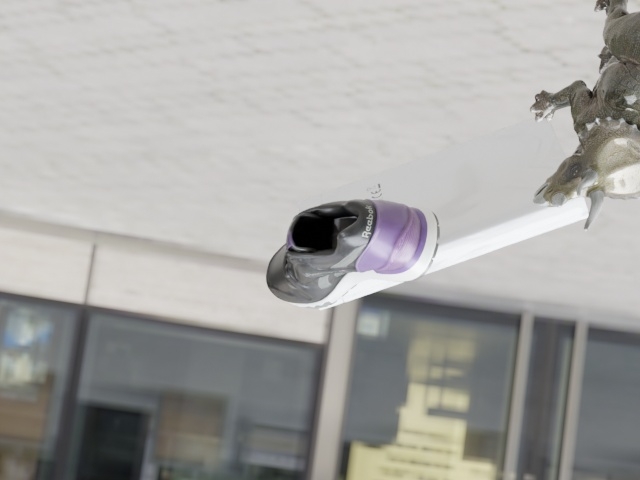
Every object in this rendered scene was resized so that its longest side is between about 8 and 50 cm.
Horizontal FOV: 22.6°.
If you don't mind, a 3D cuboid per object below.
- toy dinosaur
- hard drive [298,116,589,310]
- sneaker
[{"bbox_3d":[0.297,-0.155,1.507,0.121,0.313,0.160,27,-179,-32],"label":"toy dinosaur"},{"bbox_3d":[0.149,-0.041,2.060,0.353,0.047,0.233,-20,-150,7],"label":"hard drive"},{"bbox_3d":[0.000,0.000,1.795,0.124,0.107,0.283,17,158,-31],"label":"sneaker"}]
